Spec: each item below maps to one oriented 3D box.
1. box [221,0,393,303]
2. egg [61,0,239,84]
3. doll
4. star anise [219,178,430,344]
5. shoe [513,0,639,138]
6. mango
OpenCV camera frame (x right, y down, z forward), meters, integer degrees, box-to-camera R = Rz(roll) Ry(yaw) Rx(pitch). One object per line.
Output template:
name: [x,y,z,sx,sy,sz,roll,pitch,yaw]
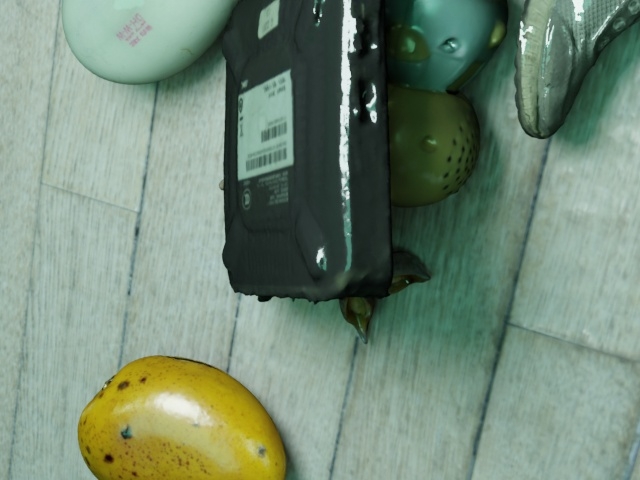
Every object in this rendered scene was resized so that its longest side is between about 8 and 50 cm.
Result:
box: [-0.024,-0.108,1.109,0.359,0.090,0.351,176,93,-66]
egg: [-0.192,-0.299,1.253,0.264,0.183,0.183,-41,82,18]
doll: [0.106,-0.162,1.144,0.161,0.177,0.261,18,103,23]
star anise: [0.000,0.000,1.311,0.148,0.218,0.227,97,162,-45]
shoe: [0.302,-0.260,1.069,0.170,0.132,0.337,14,102,13]
mango: [-0.173,0.250,1.364,0.290,0.160,0.191,15,97,18]
